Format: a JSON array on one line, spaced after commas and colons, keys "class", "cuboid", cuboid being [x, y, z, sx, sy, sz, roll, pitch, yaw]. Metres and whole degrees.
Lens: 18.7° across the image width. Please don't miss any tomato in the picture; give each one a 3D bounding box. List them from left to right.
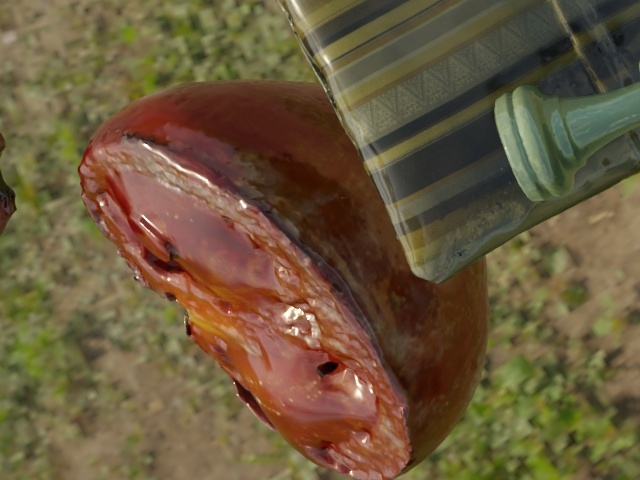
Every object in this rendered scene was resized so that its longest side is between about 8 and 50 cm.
[{"class": "tomato", "cuboid": [0.000, 0.000, 0.994, 0.200, 0.139, 0.233, 10, 141, 54]}]

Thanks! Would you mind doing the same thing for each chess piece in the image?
[{"class": "chess piece", "cuboid": [0.110, -0.048, 0.676, 0.093, 0.042, 0.042, -21, 94, 15]}]

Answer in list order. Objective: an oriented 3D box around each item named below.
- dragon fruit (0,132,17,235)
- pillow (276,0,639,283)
[{"class": "dragon fruit", "cuboid": [-0.418, 0.017, 1.478, 0.296, 0.263, 0.314, 33, 131, 2]}, {"class": "pillow", "cuboid": [0.086, -0.118, 0.822, 0.208, 0.052, 0.212, -28, 91, 7]}]
